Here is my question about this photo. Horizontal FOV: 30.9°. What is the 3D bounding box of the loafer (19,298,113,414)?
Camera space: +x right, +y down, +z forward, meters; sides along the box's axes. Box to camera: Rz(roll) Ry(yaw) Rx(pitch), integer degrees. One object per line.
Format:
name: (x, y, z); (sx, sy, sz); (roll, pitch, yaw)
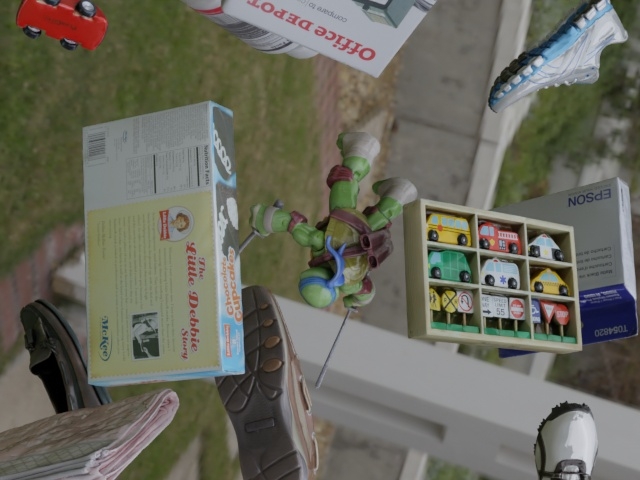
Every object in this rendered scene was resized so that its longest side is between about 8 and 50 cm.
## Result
loafer: (-0.424, 0.204, 1.862); (0.084, 0.267, 0.096); (-17, 147, -38)

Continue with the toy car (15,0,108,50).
toy car: (-0.362, -0.292, 1.239); (0.225, 0.239, 0.053); (85, -2, -49)

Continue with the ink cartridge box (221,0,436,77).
ink cartridge box: (0.047, -0.341, 1.242); (0.289, 0.211, 0.121); (-52, -150, 37)

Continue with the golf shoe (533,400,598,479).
golf shoe: (0.285, 0.283, 1.328); (0.094, 0.077, 0.198); (-108, -158, -69)

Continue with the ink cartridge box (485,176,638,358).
ink cartridge box: (0.333, 0.041, 1.637); (0.045, 0.223, 0.224); (26, 57, -46)

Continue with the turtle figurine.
turtle figurine: (0.000, 0.000, 1.556); (0.266, 0.198, 0.274); (-58, 175, -35)

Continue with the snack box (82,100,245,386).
snack box: (-0.191, 0.007, 1.389); (0.060, 0.187, 0.321); (19, 66, -63)

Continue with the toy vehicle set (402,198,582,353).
toy vehicle set: (0.217, 0.049, 1.441); (0.267, 0.035, 0.166); (8, 73, -35)

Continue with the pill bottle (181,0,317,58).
pill bottle: (-0.104, -0.431, 2.017); (0.318, 0.176, 0.176); (23, 83, -56)

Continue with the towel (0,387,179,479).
towel: (-0.387, 0.294, 1.572); (0.317, 0.332, 0.053); (-41, 115, -77)

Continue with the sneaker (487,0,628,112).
sneaker: (0.289, -0.208, 1.396); (0.191, 0.083, 0.071); (-39, -163, 12)

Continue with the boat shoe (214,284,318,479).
boat shoe: (-0.075, 0.228, 1.707); (0.116, 0.123, 0.324); (10, 71, -68)
